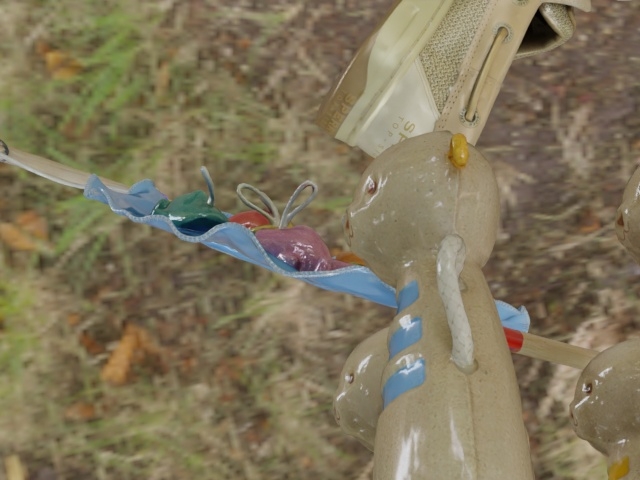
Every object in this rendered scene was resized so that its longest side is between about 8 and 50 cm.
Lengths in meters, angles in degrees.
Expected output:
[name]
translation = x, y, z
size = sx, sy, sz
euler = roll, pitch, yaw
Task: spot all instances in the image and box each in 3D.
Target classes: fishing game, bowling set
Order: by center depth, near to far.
[bowling set]
translation = 0.041, 0.038, 0.490
size = 0.199, 0.287, 0.154
euler = 2, 55, -6
[fishing game]
translation = 0.000, 0.000, 0.726
size = 0.264, 0.189, 0.041
euler = 19, 91, 43

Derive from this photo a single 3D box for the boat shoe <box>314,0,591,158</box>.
[boat shoe]
translation = 0.124, -0.168, 1.247
size = 0.110, 0.341, 0.122
euler = 35, 152, 1
